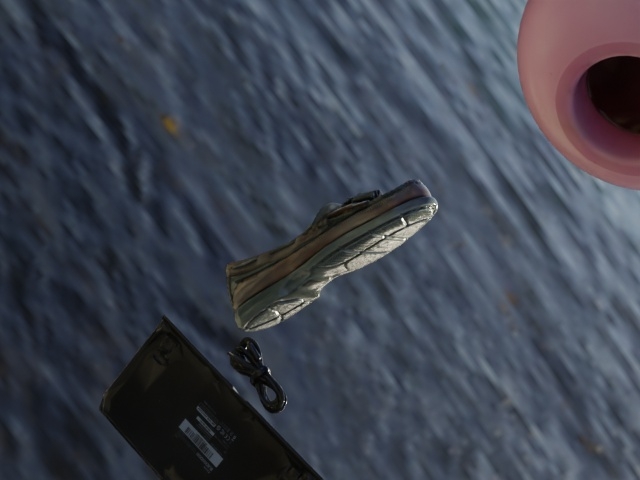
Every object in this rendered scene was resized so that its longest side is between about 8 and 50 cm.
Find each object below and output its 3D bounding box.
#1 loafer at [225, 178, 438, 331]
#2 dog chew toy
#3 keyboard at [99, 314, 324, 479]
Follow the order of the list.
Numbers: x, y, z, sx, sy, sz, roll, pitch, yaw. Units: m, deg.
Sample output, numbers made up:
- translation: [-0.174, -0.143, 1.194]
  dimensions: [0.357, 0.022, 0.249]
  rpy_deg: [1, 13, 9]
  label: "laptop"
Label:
- translation: [0.000, 0.000, 1.840]
  dimensions: [0.096, 0.267, 0.084]
  rpy_deg: [9, 52, -57]
  label: "loafer"
- translation: [0.276, -0.183, 1.324]
  dimensions: [0.206, 0.207, 0.332]
  rpy_deg: [49, 41, -14]
  label: "dog chew toy"
- translation: [-0.062, 0.119, 1.120]
  dimensions: [0.180, 0.108, 0.023]
  rpy_deg: [42, 7, 35]
  label: "keyboard"
